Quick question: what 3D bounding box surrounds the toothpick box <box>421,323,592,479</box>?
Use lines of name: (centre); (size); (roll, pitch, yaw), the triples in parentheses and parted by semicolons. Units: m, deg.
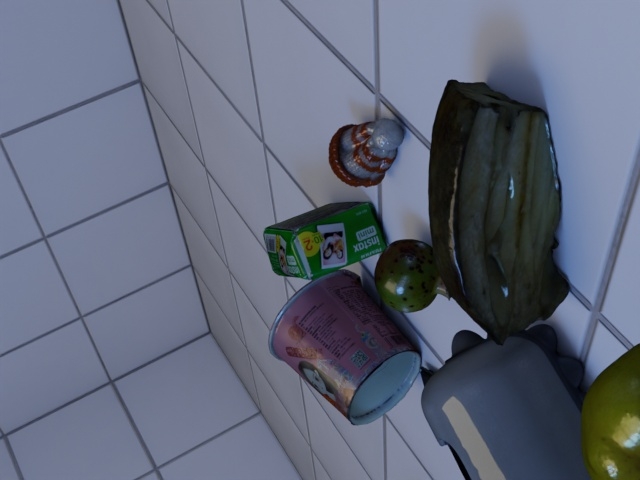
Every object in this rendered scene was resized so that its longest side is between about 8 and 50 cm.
toothpick box: (0.278, 0.259, 1.234); (0.316, 0.229, 0.229); (62, 163, 11)

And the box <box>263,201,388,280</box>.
box: (0.000, 0.000, 1.709); (0.103, 0.180, 0.250); (70, 164, -9)

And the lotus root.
lotus root: (0.194, -0.042, 1.089); (0.142, 0.210, 0.314); (22, 123, 50)

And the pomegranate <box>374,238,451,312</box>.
pomegranate: (0.151, 0.056, 1.466); (0.130, 0.130, 0.130); (54, 161, 29)

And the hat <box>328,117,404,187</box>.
hat: (0.085, -0.149, 1.430); (0.112, 0.093, 0.162); (55, 146, -4)

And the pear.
pear: (0.359, 0.191, 0.904); (0.200, 0.200, 0.200); (54, 161, 29)

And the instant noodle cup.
instant noodle cup: (0.059, 0.218, 1.794); (0.231, 0.243, 0.243); (43, 155, 33)

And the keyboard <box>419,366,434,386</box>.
keyboard: (0.253, 0.302, 1.656); (0.230, 0.025, 0.093); (25, 137, 64)
